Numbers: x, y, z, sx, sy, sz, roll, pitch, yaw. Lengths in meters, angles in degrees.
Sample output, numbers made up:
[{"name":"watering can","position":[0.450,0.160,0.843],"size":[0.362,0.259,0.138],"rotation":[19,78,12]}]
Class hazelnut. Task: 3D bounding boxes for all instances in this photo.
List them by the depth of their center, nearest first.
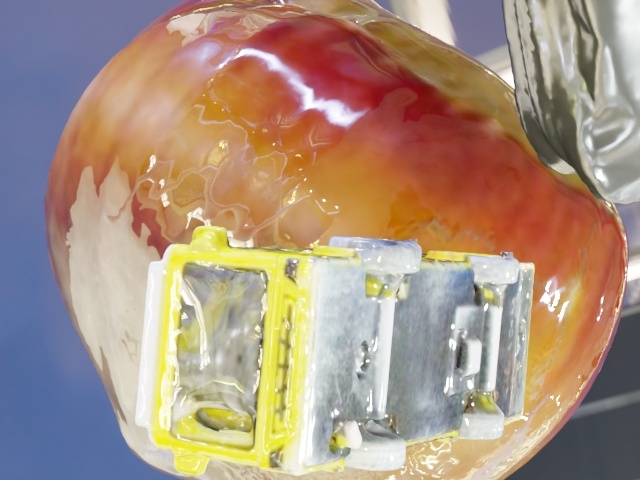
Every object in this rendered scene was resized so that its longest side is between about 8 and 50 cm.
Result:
[{"name":"hazelnut","position":[0.000,0.000,1.117],"size":[0.359,0.409,0.359],"rotation":[-41,-33,-34]}]

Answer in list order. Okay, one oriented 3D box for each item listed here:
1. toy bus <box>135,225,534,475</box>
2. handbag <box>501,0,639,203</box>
[{"name":"toy bus","position":[0.022,0.036,0.607],"size":[0.226,0.074,0.081],"rotation":[-1,-83,-64]},{"name":"handbag","position":[0.119,-0.185,0.551],"size":[0.191,0.075,0.332],"rotation":[-34,-54,-27]}]
